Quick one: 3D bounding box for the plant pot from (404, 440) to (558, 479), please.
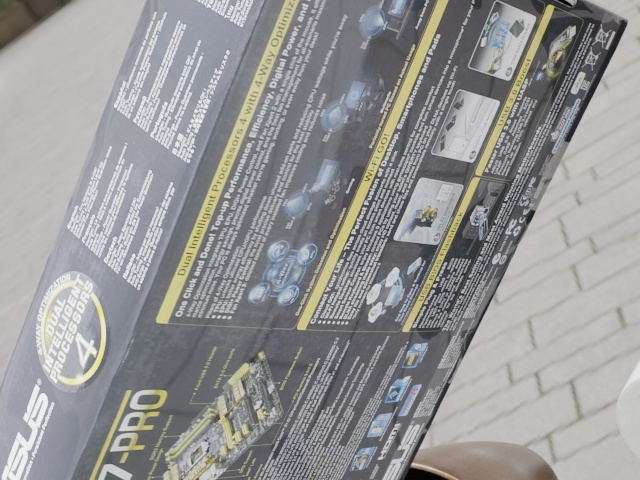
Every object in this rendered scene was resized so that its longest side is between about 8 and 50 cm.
[{"bbox_3d":[0.142,0.280,1.068,0.215,0.215,0.230,-23,-3,32],"label":"plant pot"}]

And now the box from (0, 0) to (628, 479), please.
[{"bbox_3d":[0.000,0.000,0.684,0.097,0.318,0.395,36,110,36],"label":"box"}]

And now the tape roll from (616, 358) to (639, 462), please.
[{"bbox_3d":[0.550,0.243,1.503,0.286,0.286,0.100,-11,30,50],"label":"tape roll"}]
